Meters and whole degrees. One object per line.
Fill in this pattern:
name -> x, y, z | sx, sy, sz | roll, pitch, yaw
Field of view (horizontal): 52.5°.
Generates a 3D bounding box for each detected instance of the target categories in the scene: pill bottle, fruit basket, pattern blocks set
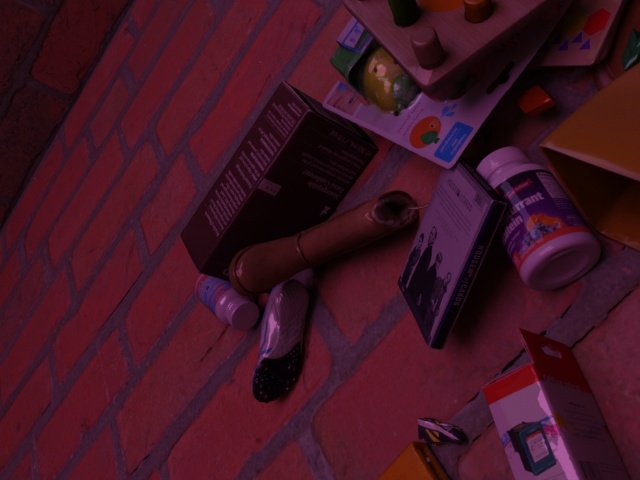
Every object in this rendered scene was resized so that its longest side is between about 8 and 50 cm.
pill bottle -> 0.289, -0.037, 0.894 | 0.108, 0.108, 0.193 | -43, 46, 27
pill bottle -> -0.195, 0.126, 1.374 | 0.160, 0.087, 0.087 | 33, 98, 49
fruit basket -> 0.181, -0.309, 1.054 | 0.327, 0.165, 0.353 | -54, 37, 3
pattern blocks set -> 0.365, -0.317, 0.961 | 0.285, 0.026, 0.325 | -62, 30, 8

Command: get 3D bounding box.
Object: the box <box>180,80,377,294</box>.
box -> -0.087, -0.093, 1.271 | 0.381, 0.191, 0.143 | -53, 43, 18

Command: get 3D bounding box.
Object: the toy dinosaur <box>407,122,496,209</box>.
toy dinosaur -> 0.229, -0.099, 1.046 | 0.183, 0.053, 0.092 | -52, 27, 8

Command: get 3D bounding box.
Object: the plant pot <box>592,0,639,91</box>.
plant pot -> 0.470, -0.274, 0.857 | 0.236, 0.032, 0.236 | -21, 59, 40

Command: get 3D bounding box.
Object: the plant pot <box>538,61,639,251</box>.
plant pot -> 0.415, -0.093, 0.721 | 0.187, 0.212, 0.212 | -53, 41, -1

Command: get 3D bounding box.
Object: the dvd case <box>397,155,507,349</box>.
dvd case -> 0.184, 0.012, 0.955 | 0.179, 0.030, 0.238 | -107, 32, -61

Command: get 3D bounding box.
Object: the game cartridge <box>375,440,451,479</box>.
game cartridge -> 0.108, 0.498, 0.907 | 0.323, 0.053, 0.285 | -52, 43, 17

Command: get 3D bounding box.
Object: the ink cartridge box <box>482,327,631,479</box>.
ink cartridge box -> 0.279, 0.230, 0.769 | 0.078, 0.134, 0.231 | -38, 48, 32

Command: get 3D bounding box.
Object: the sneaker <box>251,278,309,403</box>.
sneaker -> -0.078, 0.189, 1.232 | 0.086, 0.085, 0.237 | 174, 112, -71

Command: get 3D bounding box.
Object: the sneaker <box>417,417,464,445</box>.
sneaker -> 0.175, 0.284, 0.946 | 0.083, 0.031, 0.035 | 9, 94, 53

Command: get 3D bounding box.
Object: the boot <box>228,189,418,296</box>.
boot -> 0.000, 0.000, 1.119 | 0.270, 0.236, 0.089 | -23, 93, 42

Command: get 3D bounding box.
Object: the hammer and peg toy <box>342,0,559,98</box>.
hammer and peg toy -> 0.167, -0.404, 0.958 | 0.266, 0.127, 0.361 | -35, 58, 6
